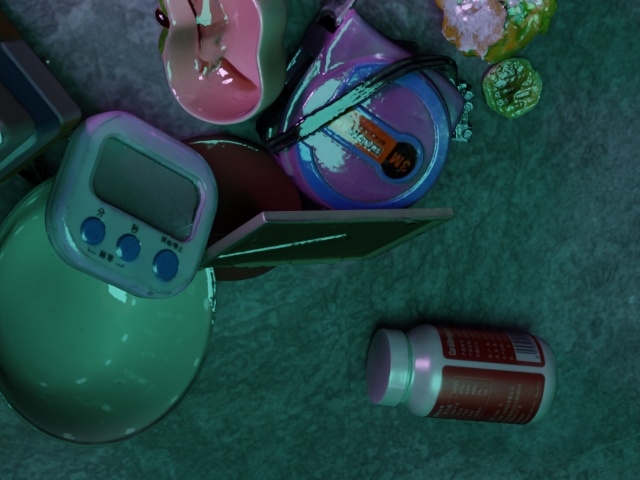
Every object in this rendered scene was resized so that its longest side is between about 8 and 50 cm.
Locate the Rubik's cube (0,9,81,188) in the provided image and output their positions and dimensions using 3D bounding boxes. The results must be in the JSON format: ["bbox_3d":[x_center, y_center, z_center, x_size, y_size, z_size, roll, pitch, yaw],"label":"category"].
[{"bbox_3d":[-0.503,-0.141,1.187,0.347,0.344,0.347,-37,98,5],"label":"Rubik's cube"}]

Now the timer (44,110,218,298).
[{"bbox_3d":[-0.219,-0.039,1.376,0.208,0.069,0.191,30,68,-38],"label":"timer"}]

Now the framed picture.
[{"bbox_3d":[0.000,0.000,1.465,0.281,0.209,0.019,-2,74,-35],"label":"framed picture"}]

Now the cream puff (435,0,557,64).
[{"bbox_3d":[0.222,-0.294,1.444,0.156,0.156,0.121,-4,146,-11],"label":"cream puff"}]

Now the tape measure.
[{"bbox_3d":[0.053,-0.155,1.465,0.231,0.149,0.245,33,97,-26],"label":"tape measure"}]

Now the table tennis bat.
[{"bbox_3d":[-0.159,-0.059,1.515,0.310,0.038,0.200,34,106,-24],"label":"table tennis bat"}]

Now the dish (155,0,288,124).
[{"bbox_3d":[-0.102,-0.246,1.393,0.090,0.213,0.213,-22,123,-40],"label":"dish"}]

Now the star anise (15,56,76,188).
[{"bbox_3d":[-0.410,-0.129,1.404,0.262,0.081,0.230,-38,116,7],"label":"star anise"}]

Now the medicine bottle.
[{"bbox_3d":[0.199,0.188,1.658,0.250,0.131,0.131,6,113,-15],"label":"medicine bottle"}]

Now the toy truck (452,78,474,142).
[{"bbox_3d":[0.179,-0.171,1.541,0.044,0.039,0.083,1,114,5],"label":"toy truck"}]

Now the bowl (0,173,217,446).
[{"bbox_3d":[-0.305,0.076,1.449,0.337,0.157,0.337,-1,91,-44],"label":"bowl"}]

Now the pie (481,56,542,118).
[{"bbox_3d":[0.253,-0.201,1.552,0.084,0.020,0.084,-5,115,-10],"label":"pie"}]
